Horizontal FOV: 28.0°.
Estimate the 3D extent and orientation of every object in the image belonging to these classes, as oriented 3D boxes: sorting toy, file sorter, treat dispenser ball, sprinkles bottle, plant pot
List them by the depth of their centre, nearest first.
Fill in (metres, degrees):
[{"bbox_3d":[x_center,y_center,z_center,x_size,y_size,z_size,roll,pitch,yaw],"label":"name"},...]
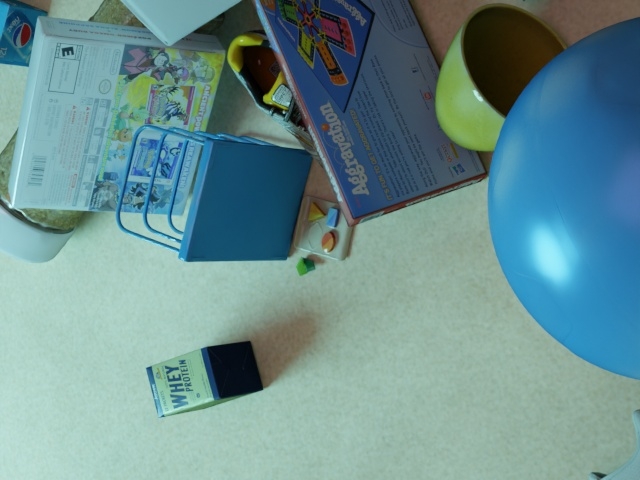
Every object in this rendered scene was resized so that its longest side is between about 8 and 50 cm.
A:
[{"bbox_3d":[0.275,-0.033,1.004,0.288,0.288,0.288,0,91,29],"label":"treat dispenser ball"},{"bbox_3d":[0.158,-0.134,1.173,0.095,0.134,0.134,-41,70,51],"label":"plant pot"},{"bbox_3d":[-0.106,-0.050,1.290,0.104,0.170,0.118,20,100,32],"label":"file sorter"},{"bbox_3d":[0.000,0.000,1.318,0.062,0.012,0.083,15,98,28],"label":"sorting toy"},{"bbox_3d":[-0.249,-0.140,1.396,0.121,0.121,0.355,47,111,21],"label":"sprinkles bottle"}]

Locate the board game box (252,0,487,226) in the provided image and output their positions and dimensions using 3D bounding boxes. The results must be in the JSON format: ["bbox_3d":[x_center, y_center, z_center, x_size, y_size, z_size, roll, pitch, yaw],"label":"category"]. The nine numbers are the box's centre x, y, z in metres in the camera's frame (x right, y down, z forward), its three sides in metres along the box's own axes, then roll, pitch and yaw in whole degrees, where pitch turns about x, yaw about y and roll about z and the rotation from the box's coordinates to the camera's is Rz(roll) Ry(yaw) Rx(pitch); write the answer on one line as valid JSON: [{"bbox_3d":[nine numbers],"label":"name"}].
[{"bbox_3d":[0.039,-0.164,1.235,0.145,0.027,0.281,-19,78,-17],"label":"board game box"}]

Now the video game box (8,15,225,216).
[{"bbox_3d":[-0.210,-0.122,1.312,0.048,0.187,0.205,-115,37,-49],"label":"video game box"}]

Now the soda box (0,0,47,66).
[{"bbox_3d":[-0.430,-0.271,1.526,0.210,0.067,0.071,23,102,27],"label":"soda box"}]

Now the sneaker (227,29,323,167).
[{"bbox_3d":[-0.012,-0.127,1.278,0.225,0.093,0.088,43,110,21],"label":"sneaker"}]

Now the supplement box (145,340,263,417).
[{"bbox_3d":[-0.122,0.146,1.348,0.083,0.083,0.056,-21,80,29],"label":"supplement box"}]

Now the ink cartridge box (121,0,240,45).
[{"bbox_3d":[-0.117,-0.356,1.240,0.201,0.117,0.278,-29,47,15],"label":"ink cartridge box"}]

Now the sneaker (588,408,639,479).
[{"bbox_3d":[0.275,0.269,1.131,0.121,0.099,0.262,30,98,33],"label":"sneaker"}]
